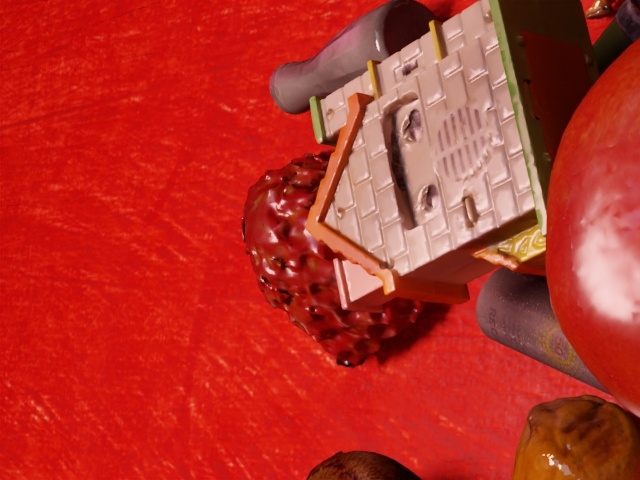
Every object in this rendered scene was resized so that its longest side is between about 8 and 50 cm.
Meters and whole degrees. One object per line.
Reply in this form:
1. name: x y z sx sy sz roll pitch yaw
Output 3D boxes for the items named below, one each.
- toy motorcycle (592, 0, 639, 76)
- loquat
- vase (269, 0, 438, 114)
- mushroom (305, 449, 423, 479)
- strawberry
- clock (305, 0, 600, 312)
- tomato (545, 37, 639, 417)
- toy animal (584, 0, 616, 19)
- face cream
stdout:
1. toy motorcycle: 0.271 -0.073 1.497 0.205 0.127 0.275 -52 37 27
2. loquat: 0.213 0.189 1.501 0.137 0.113 0.137 177 90 -73
3. vase: 0.030 -0.178 1.864 0.214 0.086 0.086 -16 67 54
4. mushroom: 0.061 0.304 1.646 0.194 0.138 0.231 0 91 38
5. strawberry: 0.000 0.000 1.771 0.234 0.178 0.234 -31 50 46
6. clock: 0.106 -0.056 1.473 0.255 0.106 0.219 -29 63 42
7. tomato: 0.319 -0.002 1.257 0.290 0.293 0.325 -17 74 42
8. toy animal: 0.217 -0.258 1.535 0.114 0.255 0.116 -17 83 33
9. face cream: 0.242 0.090 1.515 0.283 0.073 0.073 24 99 52
